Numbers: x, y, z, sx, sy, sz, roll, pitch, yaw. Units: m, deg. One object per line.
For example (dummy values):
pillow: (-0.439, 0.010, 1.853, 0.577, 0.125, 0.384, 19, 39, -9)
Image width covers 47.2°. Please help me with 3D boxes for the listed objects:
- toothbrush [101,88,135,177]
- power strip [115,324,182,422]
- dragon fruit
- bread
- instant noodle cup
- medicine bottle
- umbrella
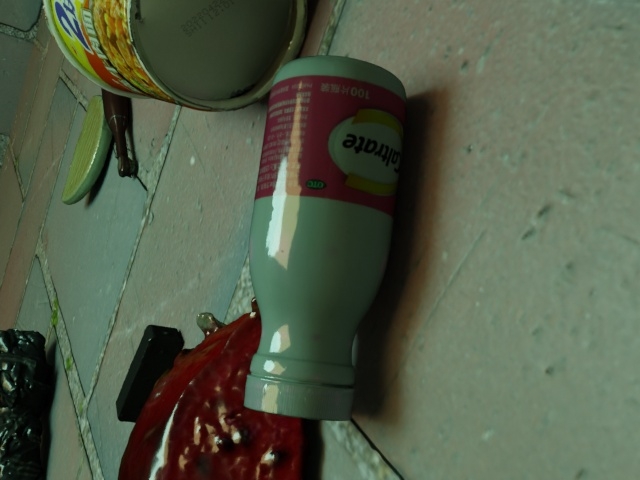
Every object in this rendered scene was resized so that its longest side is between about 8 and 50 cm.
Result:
toothbrush: (-0.316, -0.213, 1.132, 0.041, 0.041, 0.364, -57, 36, 30)
power strip: (-0.179, 0.139, 0.763, 0.111, 0.038, 0.029, -64, 32, 19)
dragon fruit: (-0.105, 0.215, 0.558, 0.282, 0.100, 0.343, -34, 50, 55)
bread: (-0.367, -0.150, 1.197, 0.112, 0.036, 0.192, 1, 76, 54)
instant noodle cup: (-0.124, -0.213, 0.659, 0.174, 0.213, 0.213, 34, 108, 50)
medicine bottle: (0.000, 0.000, 0.463, 0.090, 0.090, 0.216, -7, 73, 58)
umbrella: (-0.491, 0.304, 1.141, 0.154, 0.128, 0.336, -36, 52, 46)
